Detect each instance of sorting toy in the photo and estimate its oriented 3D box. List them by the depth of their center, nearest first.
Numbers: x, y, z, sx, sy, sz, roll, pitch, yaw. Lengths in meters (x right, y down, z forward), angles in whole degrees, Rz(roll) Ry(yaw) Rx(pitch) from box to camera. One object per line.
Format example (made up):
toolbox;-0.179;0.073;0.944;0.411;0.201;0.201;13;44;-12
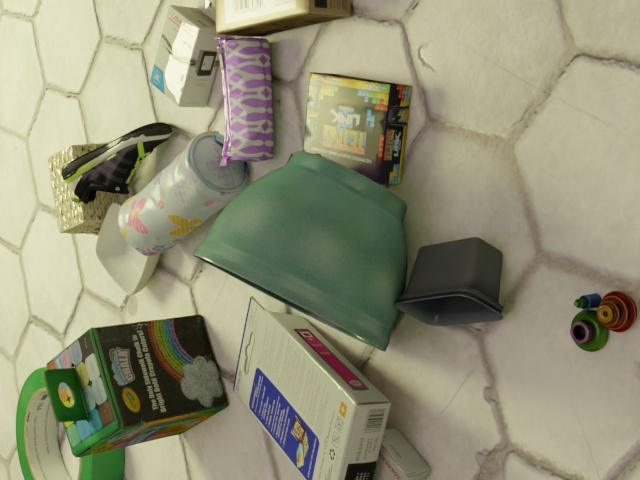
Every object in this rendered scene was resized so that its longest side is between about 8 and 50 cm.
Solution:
sorting toy;0.321;0.092;1.292;0.102;0.042;0.061;-44;61;42

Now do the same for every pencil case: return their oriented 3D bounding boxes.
pencil case;-0.119;-0.222;1.730;0.086;0.088;0.206;-3;92;51
pencil case;-0.237;-0.077;1.858;0.273;0.114;0.124;-36;57;44

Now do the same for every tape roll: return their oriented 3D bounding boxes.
tape roll;-0.516;0.412;2.246;0.321;0.077;0.321;6;98;49

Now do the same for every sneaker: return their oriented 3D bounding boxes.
sneaker;-0.356;-0.135;1.986;0.235;0.084;0.097;-23;102;19

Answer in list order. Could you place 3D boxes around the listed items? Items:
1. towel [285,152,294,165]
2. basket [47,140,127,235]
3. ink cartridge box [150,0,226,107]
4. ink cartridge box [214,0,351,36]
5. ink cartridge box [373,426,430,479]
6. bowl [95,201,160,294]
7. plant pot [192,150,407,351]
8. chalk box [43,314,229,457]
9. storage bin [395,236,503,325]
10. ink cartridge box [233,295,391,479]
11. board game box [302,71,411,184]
towel;-0.032;-0.088;1.702;0.083;0.009;0.060;51;129;33
basket;-0.444;-0.098;2.098;0.113;0.103;0.167;-18;79;47
ink cartridge box;-0.219;-0.327;1.854;0.104;0.060;0.180;41;122;39
ink cartridge box;-0.063;-0.416;1.649;0.235;0.088;0.193;0;95;50
ink cartridge box;0.092;0.340;1.567;0.088;0.052;0.122;49;129;34
bowl;-0.347;0.014;2.029;0.142;0.053;0.142;46;125;29
plant pot;0.000;0.000;1.502;0.293;0.293;0.196;21;82;46
chalk box;-0.338;0.249;1.868;0.179;0.289;0.180;-35;67;44
storage bin;0.178;0.054;1.425;0.135;0.098;0.091;-11;58;49
ink cartridge box;-0.025;0.234;1.650;0.371;0.069;0.175;37;121;54
board game box;0.048;-0.163;1.576;0.170;0.048;0.141;17;105;47
